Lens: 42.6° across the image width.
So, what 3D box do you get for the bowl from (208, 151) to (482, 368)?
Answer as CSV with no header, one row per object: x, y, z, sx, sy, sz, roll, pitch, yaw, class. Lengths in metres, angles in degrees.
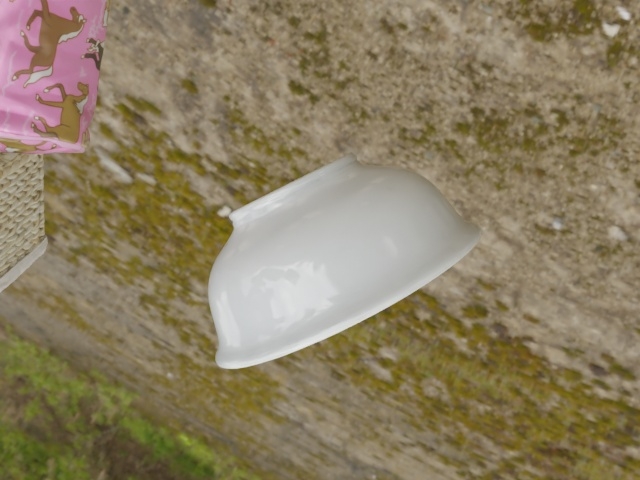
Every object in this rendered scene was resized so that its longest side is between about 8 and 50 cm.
0.000,0.000,0.831,0.298,0.298,0.134,-19,98,62,bowl

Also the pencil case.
-0.295,-0.275,0.836,0.160,0.385,0.167,7,-179,-29,pencil case

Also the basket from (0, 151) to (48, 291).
-0.736,-0.060,1.552,0.329,0.331,0.266,13,117,4,basket
